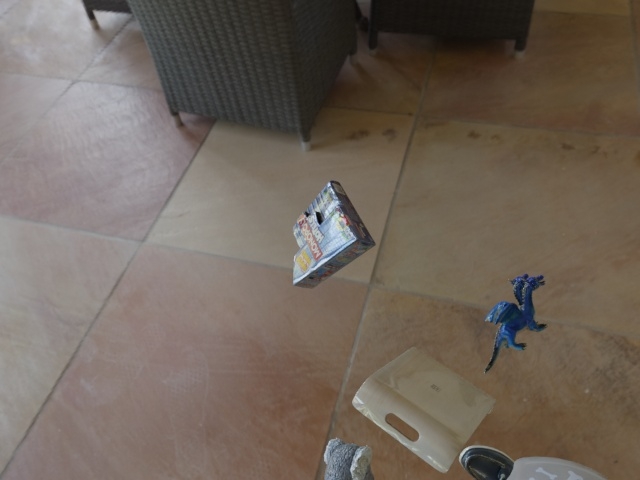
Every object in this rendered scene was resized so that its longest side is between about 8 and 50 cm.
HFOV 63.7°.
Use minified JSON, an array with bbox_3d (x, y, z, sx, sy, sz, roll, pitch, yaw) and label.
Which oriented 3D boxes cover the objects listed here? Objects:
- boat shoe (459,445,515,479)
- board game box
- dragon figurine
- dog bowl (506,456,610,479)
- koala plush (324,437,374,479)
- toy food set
[{"bbox_3d":[0.446,0.581,1.223,0.254,0.079,0.095,37,102,-6],"label":"boat shoe"},{"bbox_3d":[0.000,0.000,1.093,0.194,0.060,0.194,-49,47,26],"label":"board game box"},{"bbox_3d":[0.499,0.214,1.375,0.289,0.085,0.144,-41,91,-2],"label":"dragon figurine"},{"bbox_3d":[0.374,0.540,0.828,0.348,0.102,0.349,0,91,7],"label":"dog bowl"},{"bbox_3d":[0.056,0.581,1.201,0.203,0.196,0.222,19,73,-20],"label":"koala plush"},{"bbox_3d":[0.230,0.353,1.106,0.219,0.093,0.306,31,22,26],"label":"toy food set"}]
